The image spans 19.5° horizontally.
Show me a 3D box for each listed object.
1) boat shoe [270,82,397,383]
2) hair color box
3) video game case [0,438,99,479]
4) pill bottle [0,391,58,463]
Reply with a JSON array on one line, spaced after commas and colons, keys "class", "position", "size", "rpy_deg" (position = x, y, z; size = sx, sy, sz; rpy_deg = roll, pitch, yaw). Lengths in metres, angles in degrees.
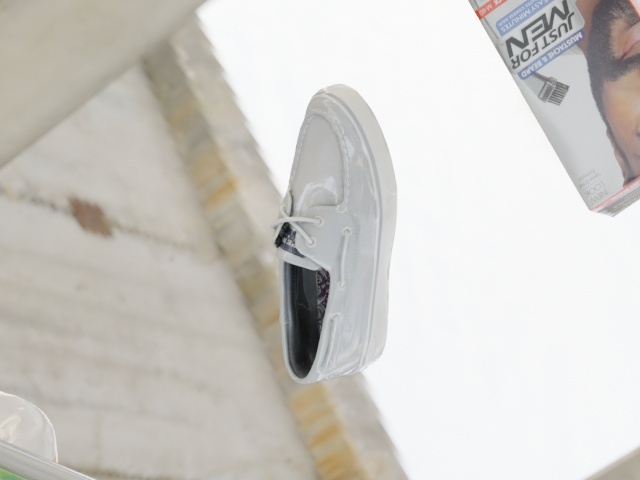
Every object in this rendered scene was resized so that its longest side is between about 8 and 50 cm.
[{"class": "boat shoe", "position": [0.000, 0.000, 1.103], "size": [0.063, 0.184, 0.066], "rpy_deg": [-22, -143, -39]}, {"class": "hair color box", "position": [0.177, -0.110, 1.193], "size": [0.167, 0.093, 0.053], "rpy_deg": [62, -159, 16]}, {"class": "video game case", "position": [-0.161, 0.131, 0.518], "size": [0.212, 0.193, 0.023], "rpy_deg": [20, 174, 18]}, {"class": "pill bottle", "position": [-0.260, 0.258, 1.316], "size": [0.162, 0.162, 0.278], "rpy_deg": [-61, -27, -67]}]
